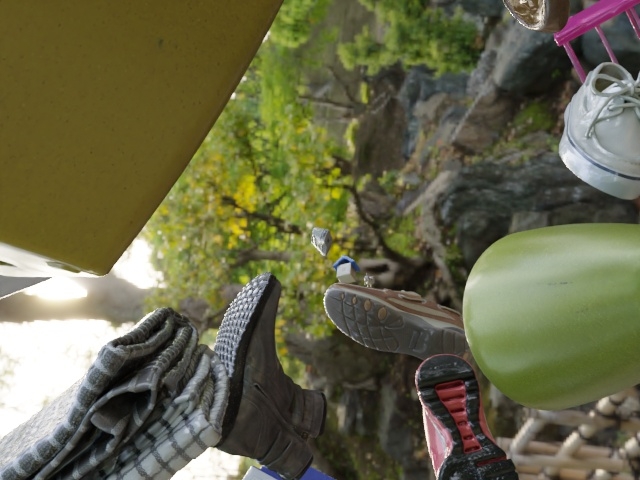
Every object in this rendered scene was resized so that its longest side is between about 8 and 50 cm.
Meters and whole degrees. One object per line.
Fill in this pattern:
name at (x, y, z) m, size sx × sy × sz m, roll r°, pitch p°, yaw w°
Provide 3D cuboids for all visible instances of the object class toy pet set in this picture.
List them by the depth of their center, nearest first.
toy pet set at (0.074, 0.097, 2.033) m, size 0.114 × 0.122 × 0.065 m, roll 55°, pitch -151°, yaw -42°

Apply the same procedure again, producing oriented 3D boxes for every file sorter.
file sorter at (0.644, -0.414, 1.574) m, size 0.182 × 0.291 × 0.202 m, roll 59°, pitch -156°, yaw -10°

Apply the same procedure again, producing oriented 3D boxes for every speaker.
speaker at (-0.372, 0.031, 1.024) m, size 0.136 × 0.055 × 0.055 m, roll -23°, pitch -49°, yaw -38°

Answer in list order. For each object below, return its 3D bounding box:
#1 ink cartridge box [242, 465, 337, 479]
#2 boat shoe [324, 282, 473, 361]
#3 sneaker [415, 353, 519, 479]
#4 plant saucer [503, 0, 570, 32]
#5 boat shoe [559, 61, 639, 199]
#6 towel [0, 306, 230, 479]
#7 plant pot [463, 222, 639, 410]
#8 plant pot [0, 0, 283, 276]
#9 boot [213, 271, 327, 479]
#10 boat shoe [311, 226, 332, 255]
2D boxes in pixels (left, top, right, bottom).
ink cartridge box at (-0.046, 0.609, 1.624) m, size 0.330 × 0.324 × 0.071 m, roll -52°, pitch -24°, yaw -39°
boat shoe at (0.165, 0.163, 1.641) m, size 0.116 × 0.325 × 0.123 m, roll -65°, pitch -4°, yaw -57°
sneaker at (0.223, 0.331, 1.182) m, size 0.136 × 0.116 × 0.313 m, roll 75°, pitch -174°, yaw -52°
plant saucer at (0.290, -0.365, 1.112) m, size 0.168 × 0.029 × 0.168 m, roll 60°, pitch 176°, yaw 7°
boat shoe at (0.473, -0.203, 1.239) m, size 0.367 × 0.136 × 0.156 m, roll -60°, pitch -9°, yaw -57°
towel at (-0.215, 0.182, 0.757) m, size 0.121 × 0.235 × 0.284 m, roll 51°, pitch 179°, yaw -4°
plant pot at (0.384, 0.087, 1.057) m, size 0.293 × 0.275 × 0.274 m, roll 145°, pitch 134°, yaw -67°
plant pot at (-0.161, -0.091, 0.356) m, size 0.212 × 0.212 × 0.187 m, roll -3°, pitch 68°, yaw 51°
boot at (-0.083, 0.246, 1.421) m, size 0.118 × 0.223 × 0.338 m, roll -16°, pitch 51°, yaw 57°
boat shoe at (0.000, 0.000, 1.517) m, size 0.100 × 0.035 × 0.035 m, roll 74°, pitch -141°, yaw -70°
